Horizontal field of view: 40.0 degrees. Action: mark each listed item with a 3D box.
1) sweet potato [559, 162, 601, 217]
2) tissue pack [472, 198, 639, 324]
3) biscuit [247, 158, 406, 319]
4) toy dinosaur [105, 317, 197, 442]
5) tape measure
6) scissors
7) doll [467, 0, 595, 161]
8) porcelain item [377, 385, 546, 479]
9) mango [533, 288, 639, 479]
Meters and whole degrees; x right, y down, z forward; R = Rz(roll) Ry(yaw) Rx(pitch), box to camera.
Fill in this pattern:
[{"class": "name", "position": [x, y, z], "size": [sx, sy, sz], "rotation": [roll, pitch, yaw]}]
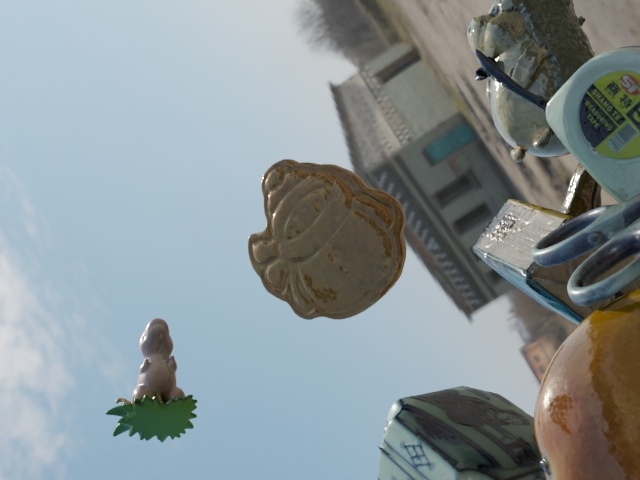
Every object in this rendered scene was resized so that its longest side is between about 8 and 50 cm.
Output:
[{"class": "sweet potato", "position": [0.482, -0.092, 1.565], "size": [0.081, 0.233, 0.062], "rotation": [22, -156, 4]}, {"class": "tissue pack", "position": [0.378, 0.037, 1.387], "size": [0.192, 0.134, 0.271], "rotation": [34, -177, -12]}, {"class": "biscuit", "position": [0.000, 0.000, 1.771], "size": [0.351, 0.312, 0.057], "rotation": [36, -163, 17]}, {"class": "toy dinosaur", "position": [-0.306, 0.257, 1.553], "size": [0.177, 0.152, 0.194], "rotation": [-121, 31, -56]}, {"class": "tape measure", "position": [0.416, -0.232, 1.336], "size": [0.351, 0.215, 0.098], "rotation": [50, -144, 12]}, {"class": "scissors", "position": [0.388, -0.068, 0.872], "size": [0.029, 0.383, 0.256], "rotation": [54, -174, -6]}, {"class": "doll", "position": [0.405, -0.328, 1.664], "size": [0.247, 0.247, 0.350], "rotation": [19, -115, -74]}, {"class": "porcelain item", "position": [0.260, 0.376, 1.509], "size": [0.285, 0.157, 0.281], "rotation": [-3, -156, -34]}, {"class": "mango", "position": [0.290, 0.139, 0.776], "size": [0.175, 0.255, 0.139], "rotation": [31, 169, 6]}]
